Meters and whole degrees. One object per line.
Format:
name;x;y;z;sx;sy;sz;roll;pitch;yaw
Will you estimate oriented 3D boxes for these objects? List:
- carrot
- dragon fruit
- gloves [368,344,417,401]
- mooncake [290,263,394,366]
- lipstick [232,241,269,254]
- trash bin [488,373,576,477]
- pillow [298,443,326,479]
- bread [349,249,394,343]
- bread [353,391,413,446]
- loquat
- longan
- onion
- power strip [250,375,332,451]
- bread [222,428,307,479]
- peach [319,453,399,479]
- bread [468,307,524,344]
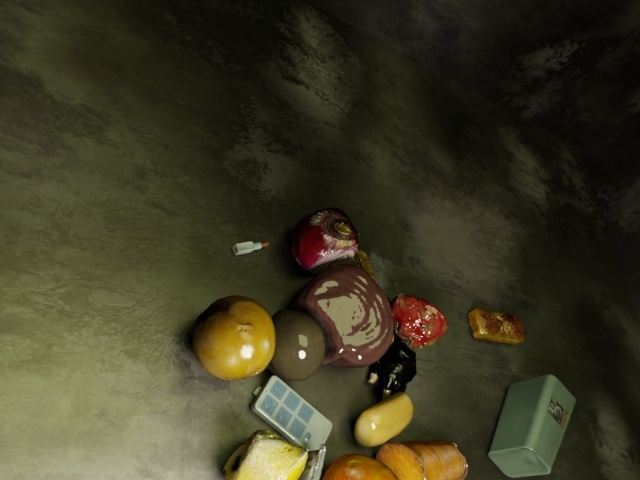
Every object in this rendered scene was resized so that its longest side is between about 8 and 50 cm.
carrot;0.320;0.691;1.683;0.254;0.196;0.196;2;64;-43
dragon fruit;0.317;0.304;1.898;0.223;0.218;0.148;42;63;-11
gloves;0.241;0.454;1.811;0.164;0.124;0.203;18;45;-7
mooncake;0.071;0.236;1.740;0.333;0.174;0.326;10;68;-22
lipstick;-0.220;0.020;1.759;0.129;0.030;0.030;-10;71;-40
trash bin;0.781;0.689;2.009;0.158;0.223;0.343;46;48;-6
pillow;-0.048;0.664;1.418;0.059;0.169;0.255;32;46;-12
bread;0.172;0.201;1.924;0.077;0.084;0.368;48;23;-67
bread;0.203;0.562;1.685;0.217;0.147;0.098;-18;39;-39
loquat;-0.231;0.263;1.472;0.235;0.235;0.235;19;55;-28
longan;-0.075;0.302;1.598;0.198;0.198;0.212;3;56;-37
onion;-0.003;-0.004;1.829;0.206;0.216;0.207;-9;59;-24
power strip;-0.080;0.510;1.568;0.270;0.046;0.118;43;46;-10
bread;-0.136;0.580;1.393;0.170;0.197;0.197;41;47;-2
peach;0.095;0.712;1.450;0.281;0.238;0.281;14;56;-22
bread;0.736;0.355;2.271;0.270;0.077;0.139;15;54;-28
